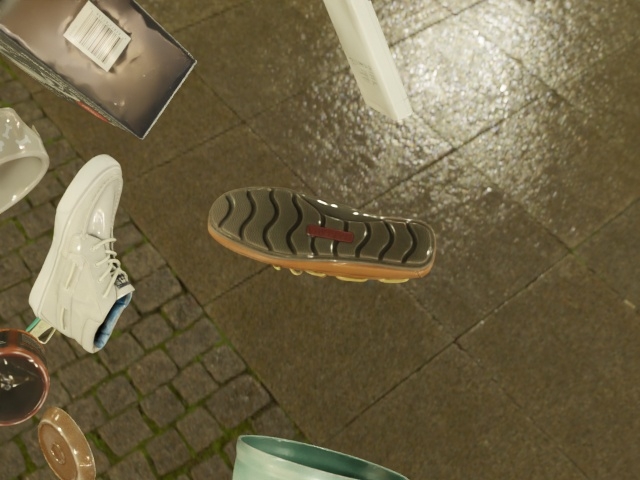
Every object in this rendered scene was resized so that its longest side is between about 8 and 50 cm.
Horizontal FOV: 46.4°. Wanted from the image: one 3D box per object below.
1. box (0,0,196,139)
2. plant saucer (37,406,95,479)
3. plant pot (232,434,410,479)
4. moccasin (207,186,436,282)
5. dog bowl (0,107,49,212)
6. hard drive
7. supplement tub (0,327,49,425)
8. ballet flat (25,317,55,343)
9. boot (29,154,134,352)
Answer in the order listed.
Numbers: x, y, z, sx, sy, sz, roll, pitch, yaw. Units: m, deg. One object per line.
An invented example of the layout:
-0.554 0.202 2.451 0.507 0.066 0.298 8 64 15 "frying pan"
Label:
-0.447 -0.365 1.265 0.312 0.343 0.179 28 82 42 "box"
-0.486 0.397 1.409 0.168 0.168 0.029 40 40 21 "plant saucer"
-0.018 0.451 1.212 0.293 0.293 0.196 14 81 6 "plant pot"
0.000 -0.003 1.258 0.380 0.147 0.139 5 69 -5 "moccasin"
-0.719 -0.126 1.535 0.349 0.349 0.102 -35 88 -25 "dog bowl"
0.071 -0.423 1.483 0.047 0.353 0.233 -27 23 -2 "hard drive"
-0.441 0.184 1.056 0.106 0.198 0.106 -2 96 -21 "supplement tub"
-0.608 0.210 1.568 0.168 0.057 0.052 -49 112 -24 "ballet flat"
-0.286 0.024 0.979 0.123 0.258 0.095 33 26 13 "boot"
